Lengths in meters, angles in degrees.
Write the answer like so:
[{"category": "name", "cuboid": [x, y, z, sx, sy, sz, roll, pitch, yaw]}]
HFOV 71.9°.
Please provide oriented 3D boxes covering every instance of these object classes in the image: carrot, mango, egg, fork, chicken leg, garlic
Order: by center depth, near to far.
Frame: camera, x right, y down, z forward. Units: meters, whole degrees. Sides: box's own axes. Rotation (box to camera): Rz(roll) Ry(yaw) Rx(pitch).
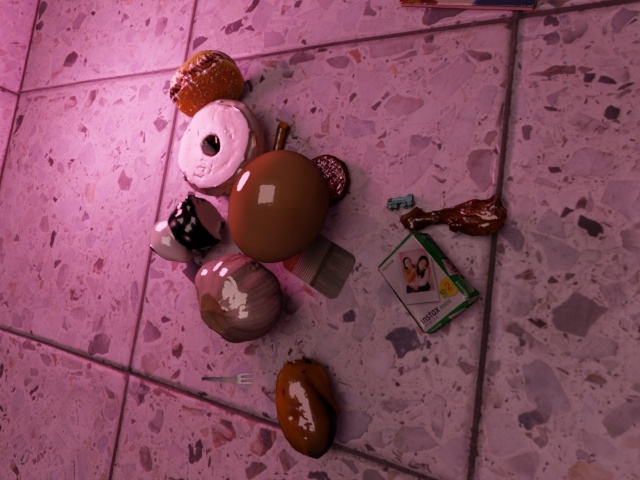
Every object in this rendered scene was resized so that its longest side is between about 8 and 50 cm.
[{"category": "chicken leg", "cuboid": [0.371, -0.065, 1.254, 0.304, 0.093, 0.113, 0, 63, 36]}, {"category": "mango", "cuboid": [-0.044, 0.499, 1.333, 0.201, 0.152, 0.288, -22, 73, 12]}, {"category": "egg", "cuboid": [-0.133, -0.097, 1.369, 0.301, 0.300, 0.374, 47, 132, 27]}, {"category": "garlic", "cuboid": [-0.254, 0.190, 1.450, 0.317, 0.259, 0.318, 18, 127, 25]}, {"category": "fork", "cuboid": [-0.340, 0.493, 1.567, 0.234, 0.021, 0.039, -10, 73, 26]}, {"category": "carrot", "cuboid": [-0.154, -0.348, 1.608, 0.042, 0.042, 0.171, 16, 91, 30]}]

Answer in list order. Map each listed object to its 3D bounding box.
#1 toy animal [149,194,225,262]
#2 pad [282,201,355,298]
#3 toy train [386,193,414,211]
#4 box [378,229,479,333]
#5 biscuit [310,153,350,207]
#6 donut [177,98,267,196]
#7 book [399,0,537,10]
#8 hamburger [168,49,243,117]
[{"category": "toy animal", "cuboid": [-0.496, -0.024, 1.650, 0.266, 0.212, 0.213, -35, 67, 23]}, {"category": "pad", "cuboid": [0.014, -0.003, 1.444, 0.249, 0.055, 0.324, 31, 114, 29]}, {"category": "toy train", "cuboid": [0.244, -0.117, 1.357, 0.092, 0.029, 0.045, -6, 71, 29]}, {"category": "box", "cuboid": [0.296, 0.113, 1.222, 0.180, 0.102, 0.250, -51, 61, 31]}, {"category": "biscuit", "cuboid": [0.009, -0.199, 1.488, 0.191, 0.049, 0.192, -2, 86, 23]}, {"category": "donut", "cuboid": [-0.366, -0.339, 1.660, 0.382, 0.142, 0.384, -6, 78, 28]}, {"category": "book", "cuboid": [0.481, -0.856, 1.354, 0.427, 0.039, 0.300, 19, 90, 30]}, {"category": "hamburger", "cuboid": [-0.439, -0.594, 1.703, 0.295, 0.227, 0.152, -33, 37, 19]}]
